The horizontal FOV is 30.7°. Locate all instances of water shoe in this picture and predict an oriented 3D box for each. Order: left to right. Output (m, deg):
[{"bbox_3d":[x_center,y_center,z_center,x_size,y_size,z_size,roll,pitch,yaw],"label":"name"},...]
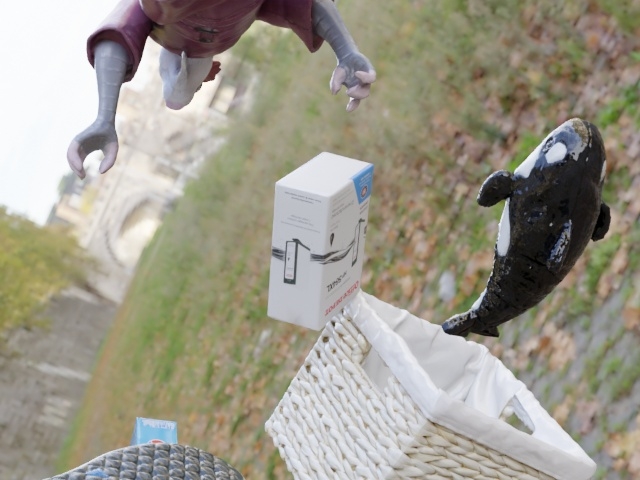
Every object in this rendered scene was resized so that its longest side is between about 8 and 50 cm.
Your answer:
[{"bbox_3d":[-0.138,0.187,0.750,0.073,0.203,0.080,30,115,40],"label":"water shoe"}]

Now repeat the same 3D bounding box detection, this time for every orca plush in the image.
[{"bbox_3d":[0.232,0.007,1.295,0.287,0.151,0.102,-50,13,20],"label":"orca plush"}]

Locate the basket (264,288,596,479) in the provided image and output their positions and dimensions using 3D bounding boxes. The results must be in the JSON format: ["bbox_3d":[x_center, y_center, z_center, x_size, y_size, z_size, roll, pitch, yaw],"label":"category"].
[{"bbox_3d":[0.150,0.291,1.688,0.266,0.331,0.328,-57,32,11],"label":"basket"}]

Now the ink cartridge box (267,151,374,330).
[{"bbox_3d":[0.000,0.000,1.606,0.148,0.086,0.203,-40,-40,-56],"label":"ink cartridge box"}]

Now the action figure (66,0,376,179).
[{"bbox_3d":[-0.099,-0.214,0.913,0.370,0.248,0.275,146,109,-70],"label":"action figure"}]

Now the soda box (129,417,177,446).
[{"bbox_3d":[-0.257,0.370,1.799,0.210,0.067,0.071,-103,27,-56],"label":"soda box"}]
